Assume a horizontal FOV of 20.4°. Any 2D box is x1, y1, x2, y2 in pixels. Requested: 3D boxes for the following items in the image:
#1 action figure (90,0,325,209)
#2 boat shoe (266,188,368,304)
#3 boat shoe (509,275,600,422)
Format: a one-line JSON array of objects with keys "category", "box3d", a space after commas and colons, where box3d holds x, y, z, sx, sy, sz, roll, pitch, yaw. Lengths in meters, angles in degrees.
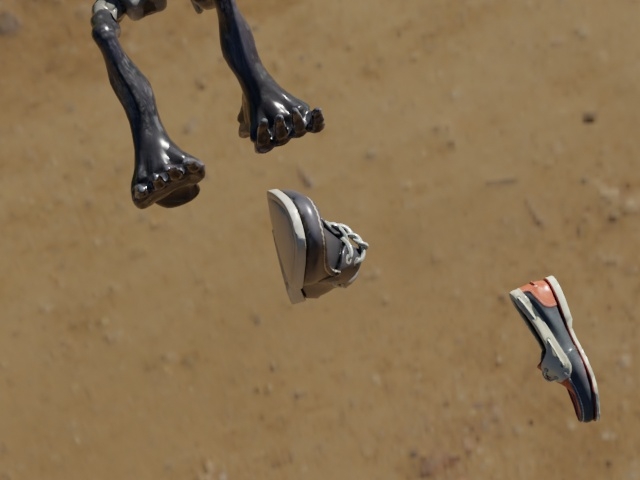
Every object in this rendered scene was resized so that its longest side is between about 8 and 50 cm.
[{"category": "action figure", "box3d": [-0.096, -0.164, 0.910, 0.164, 0.141, 0.276, -24, 82, -19]}, {"category": "boat shoe", "box3d": [0.000, 0.000, 1.300, 0.065, 0.206, 0.075, -14, 79, -3]}, {"category": "boat shoe", "box3d": [0.210, 0.100, 1.577, 0.043, 0.049, 0.137, -20, 88, -10]}]
